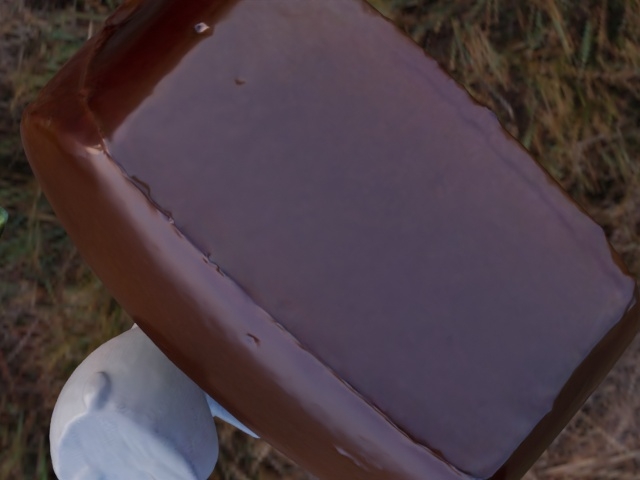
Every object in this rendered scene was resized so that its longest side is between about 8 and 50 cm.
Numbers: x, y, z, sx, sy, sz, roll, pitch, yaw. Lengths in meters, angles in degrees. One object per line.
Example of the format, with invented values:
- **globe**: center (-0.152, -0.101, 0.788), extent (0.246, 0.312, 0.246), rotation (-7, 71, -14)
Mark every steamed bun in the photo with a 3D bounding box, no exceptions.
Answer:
- **steamed bun**: center (0.000, 0.000, 0.929), extent (0.379, 0.235, 0.248), rotation (42, 160, -2)

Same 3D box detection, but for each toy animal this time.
- **toy animal**: center (-0.116, 0.115, 1.189), extent (0.140, 0.282, 0.138), rotation (-12, 106, 22)

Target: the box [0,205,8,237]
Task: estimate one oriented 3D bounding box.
- **box**: center (-0.224, 0.091, 0.591), extent (0.043, 0.173, 0.311), rotation (40, 148, -5)
